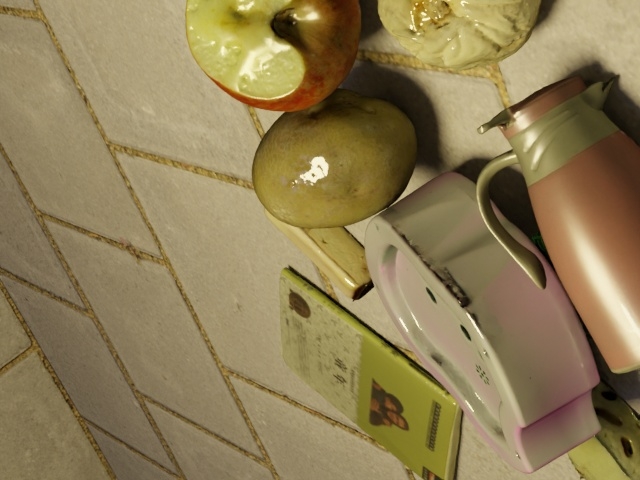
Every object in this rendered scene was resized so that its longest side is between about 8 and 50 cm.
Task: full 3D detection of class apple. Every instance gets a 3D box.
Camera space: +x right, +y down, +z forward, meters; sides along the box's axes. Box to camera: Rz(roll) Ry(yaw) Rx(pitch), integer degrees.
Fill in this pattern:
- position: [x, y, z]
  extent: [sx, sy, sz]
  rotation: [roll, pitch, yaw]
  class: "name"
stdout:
- position: [-0.043, -0.236, 1.425]
  extent: [0.173, 0.160, 0.195]
  rotation: [0, 102, 43]
  class: "apple"

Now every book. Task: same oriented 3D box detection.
- position: [0.065, 0.205, 1.978]
  extent: [0.352, 0.035, 0.239]
  rotation: [37, 149, 28]
  class: "book"

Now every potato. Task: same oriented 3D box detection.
- position: [0.013, -0.090, 1.505]
  extent: [0.235, 0.178, 0.160]
  rotation: [175, 102, -78]
  class: "potato"

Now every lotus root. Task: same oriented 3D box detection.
- position: [0.333, 0.250, 1.559]
  extent: [0.143, 0.070, 0.144]
  rotation: [42, 153, 19]
  class: "lotus root"

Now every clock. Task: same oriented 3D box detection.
- position: [0.173, 0.091, 1.478]
  extent: [0.338, 0.102, 0.338]
  rotation: [56, 168, 18]
  class: "clock"

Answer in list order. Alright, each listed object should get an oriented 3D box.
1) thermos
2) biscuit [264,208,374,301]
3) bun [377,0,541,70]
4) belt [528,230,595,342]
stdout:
- position: [0.256, -0.018, 1.241]
  extent: [0.176, 0.146, 0.265]
  rotation: [-34, 87, 21]
  class: "thermos"
- position: [0.000, 0.000, 1.789]
  extent: [0.188, 0.056, 0.052]
  rotation: [45, 154, 15]
  class: "biscuit"
- position: [0.120, -0.230, 1.229]
  extent: [0.188, 0.111, 0.164]
  rotation: [10, 130, 58]
  class: "bun"
- position: [0.278, 0.036, 1.369]
  extent: [0.151, 0.079, 0.121]
  rotation: [44, 164, 46]
  class: "belt"
